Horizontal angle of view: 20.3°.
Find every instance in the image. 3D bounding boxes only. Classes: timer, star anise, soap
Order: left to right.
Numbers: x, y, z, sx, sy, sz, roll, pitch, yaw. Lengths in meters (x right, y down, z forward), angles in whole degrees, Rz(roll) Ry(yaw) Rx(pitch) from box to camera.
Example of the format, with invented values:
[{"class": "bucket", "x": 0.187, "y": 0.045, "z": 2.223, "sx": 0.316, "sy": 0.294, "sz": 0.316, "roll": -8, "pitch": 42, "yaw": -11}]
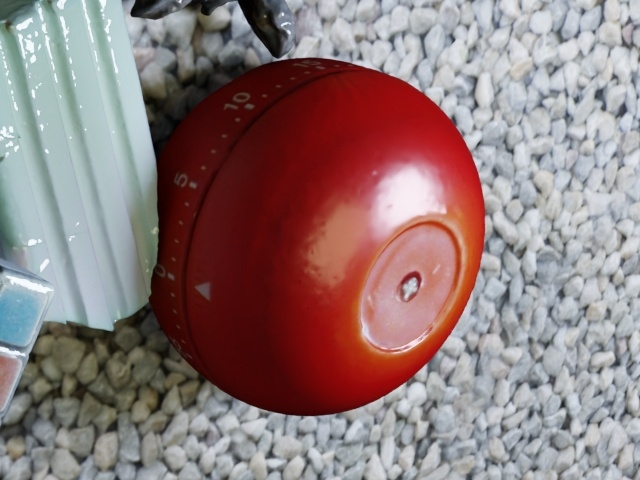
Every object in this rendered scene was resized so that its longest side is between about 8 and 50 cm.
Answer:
[{"class": "soap", "x": -0.262, "y": -0.077, "z": 1.699, "sx": 0.208, "sy": 0.115, "sz": 0.347, "roll": -39, "pitch": 130, "yaw": -41}, {"class": "star anise", "x": -0.081, "y": -0.307, "z": 1.803, "sx": 0.282, "sy": 0.129, "sz": 0.212, "roll": 7, "pitch": 118, "yaw": -40}, {"class": "timer", "x": 0.000, "y": 0.000, "z": 1.882, "sx": 0.378, "sy": 0.279, "sz": 0.378, "roll": -21, "pitch": 122, "yaw": -38}]

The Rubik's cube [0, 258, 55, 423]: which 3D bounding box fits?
[{"class": "Rubik's cube", "x": -0.428, "y": 0.088, "z": 1.532, "sx": 0.253, "sy": 0.259, "sz": 0.256, "roll": 23, "pitch": 91, "yaw": -47}]
